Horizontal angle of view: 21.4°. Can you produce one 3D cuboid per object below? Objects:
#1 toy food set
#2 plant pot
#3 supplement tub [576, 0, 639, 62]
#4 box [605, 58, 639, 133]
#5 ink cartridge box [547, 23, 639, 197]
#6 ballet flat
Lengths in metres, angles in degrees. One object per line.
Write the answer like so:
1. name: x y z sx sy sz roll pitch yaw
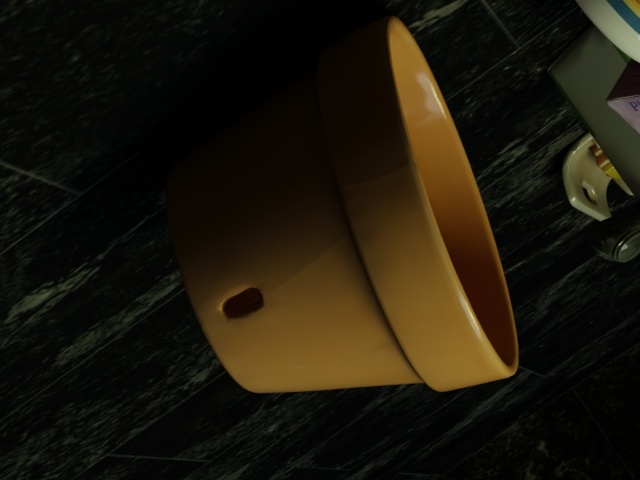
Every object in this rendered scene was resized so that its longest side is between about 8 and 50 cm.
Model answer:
1. toy food set: 0.433 -0.127 1.984 0.306 0.092 0.220 -37 163 14
2. plant pot: 0.011 -0.006 1.314 0.203 0.291 0.291 -18 166 12
3. supplement tub: 0.299 -0.246 1.328 0.200 0.144 0.144 -42 161 27
4. box: 0.392 -0.184 1.407 0.243 0.117 0.213 -57 -159 -14
5. ink cartridge box: 0.356 -0.147 1.679 0.219 0.160 0.092 -17 158 -44
6. ballet flat: 0.324 -0.032 1.616 0.173 0.049 0.057 -27 139 -30
